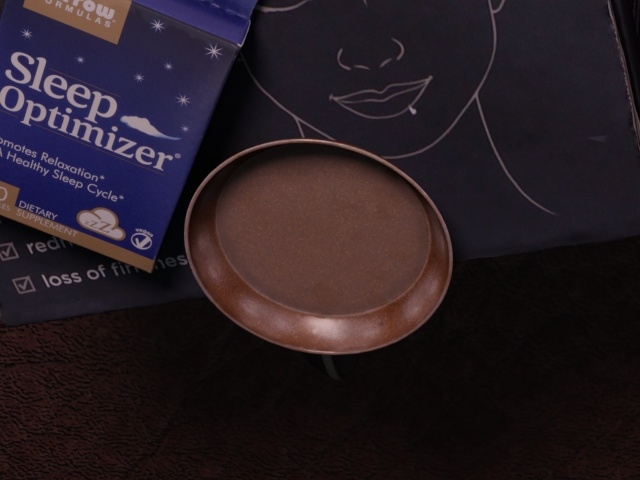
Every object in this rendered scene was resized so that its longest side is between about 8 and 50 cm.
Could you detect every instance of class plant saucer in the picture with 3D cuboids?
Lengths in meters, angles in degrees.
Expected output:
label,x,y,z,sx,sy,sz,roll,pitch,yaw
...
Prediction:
label,x,y,z,sx,sy,sz,roll,pitch,yaw
plant saucer,0.000,0.000,0.983,0.168,0.029,0.168,6,129,8

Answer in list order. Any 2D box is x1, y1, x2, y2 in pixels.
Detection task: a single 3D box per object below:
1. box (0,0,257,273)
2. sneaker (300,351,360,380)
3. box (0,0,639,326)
label,x,y,z,sx,sy,sz,roll,pitch,yaw
box,-0.130,-0.090,0.935,0.136,0.036,0.225,21,127,-5
sneaker,-0.031,0.036,1.453,0.118,0.083,0.222,13,141,29
box,-0.053,-0.236,1.011,0.479,0.297,0.472,-8,127,17
